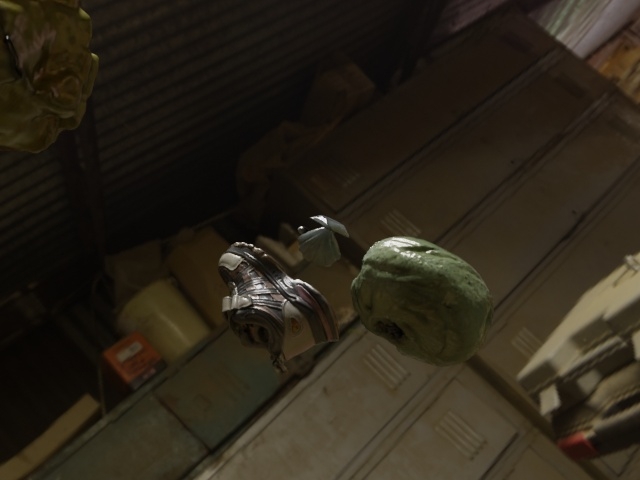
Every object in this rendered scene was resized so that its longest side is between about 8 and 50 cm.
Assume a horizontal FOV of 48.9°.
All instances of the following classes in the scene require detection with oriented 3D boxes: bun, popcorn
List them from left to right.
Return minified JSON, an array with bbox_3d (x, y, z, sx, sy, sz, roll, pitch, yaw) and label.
[{"bbox_3d":[-0.355,-0.201,0.717,0.252,0.215,0.286,-55,-8,2],"label":"popcorn"},{"bbox_3d":[0.145,0.099,1.030,0.108,0.221,0.221,-50,-7,-45],"label":"bun"}]

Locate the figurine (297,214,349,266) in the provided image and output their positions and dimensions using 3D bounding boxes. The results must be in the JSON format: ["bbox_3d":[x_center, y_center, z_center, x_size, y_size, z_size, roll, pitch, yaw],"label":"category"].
[{"bbox_3d":[0.000,0.000,1.300,0.082,0.095,0.086,-50,-14,-81],"label":"figurine"}]

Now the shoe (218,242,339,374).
[{"bbox_3d":[-0.066,0.080,0.803,0.092,0.180,0.089,-41,-35,-24],"label":"shoe"}]
